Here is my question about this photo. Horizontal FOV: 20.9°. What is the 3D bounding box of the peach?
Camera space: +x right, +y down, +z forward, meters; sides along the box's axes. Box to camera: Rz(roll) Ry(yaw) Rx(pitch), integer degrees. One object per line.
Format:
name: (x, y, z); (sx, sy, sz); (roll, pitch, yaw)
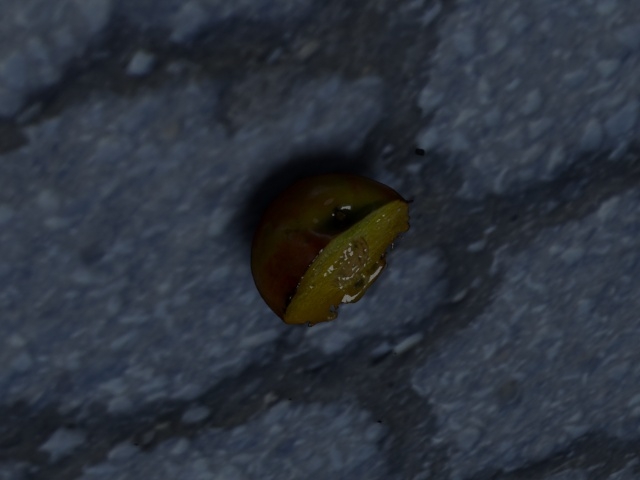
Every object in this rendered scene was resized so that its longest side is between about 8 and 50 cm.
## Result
peach: (0.000, -0.001, 0.951); (0.098, 0.061, 0.098); (-37, 161, -15)
